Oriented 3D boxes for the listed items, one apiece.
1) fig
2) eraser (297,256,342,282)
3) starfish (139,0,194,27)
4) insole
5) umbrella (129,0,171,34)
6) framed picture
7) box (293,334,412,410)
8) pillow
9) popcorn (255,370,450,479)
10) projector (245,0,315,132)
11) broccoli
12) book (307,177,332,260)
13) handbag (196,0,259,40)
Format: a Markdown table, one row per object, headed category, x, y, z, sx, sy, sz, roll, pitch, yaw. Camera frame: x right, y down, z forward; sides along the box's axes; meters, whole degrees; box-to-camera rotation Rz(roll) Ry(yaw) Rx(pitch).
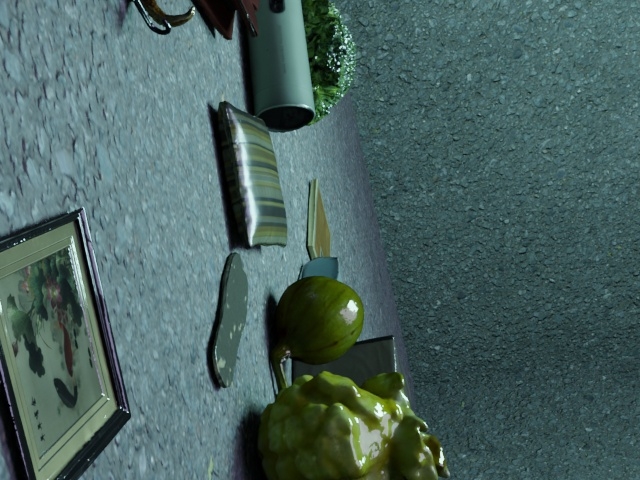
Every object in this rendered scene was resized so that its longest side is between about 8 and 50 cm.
| category | x | y | z | sx | sy | sz | roll | pitch | yaw |
| --- | --- | --- | --- | --- | --- | --- | --- | --- | --- |
| fig | -0.024 | 0.138 | 1.467 | 0.142 | 0.186 | 0.148 | 34 | -51 | 37 |
| eraser | 0.019 | 0.165 | 1.780 | 0.174 | 0.081 | 0.227 | -79 | 157 | -68 |
| starfish | -0.188 | -0.329 | 0.991 | 0.146 | 0.074 | 0.190 | -89 | 167 | -54 |
| insole | -0.117 | 0.098 | 1.202 | 0.248 | 0.011 | 0.081 | -86 | 163 | -59 |
| umbrella | -0.223 | -0.294 | 0.901 | 0.044 | 0.044 | 0.269 | -65 | 145 | -26 |
| framed picture | -0.197 | 0.082 | 0.703 | 0.199 | 0.010 | 0.195 | -55 | 135 | -77 |
| box | 0.058 | 0.313 | 1.531 | 0.252 | 0.188 | 0.153 | -94 | 170 | -45 |
| pillow | -0.098 | -0.091 | 1.389 | 0.208 | 0.052 | 0.212 | 4 | 74 | -78 |
| popcorn | 0.034 | 0.293 | 1.265 | 0.258 | 0.270 | 0.224 | -42 | -143 | 45 |
| projector | -0.078 | -0.362 | 1.631 | 0.108 | 0.108 | 0.337 | 55 | 27 | -71 |
| broccoli | -0.014 | -0.355 | 1.823 | 0.226 | 0.176 | 0.198 | 58 | 4 | -45 |
| book | -0.001 | 0.000 | 2.032 | 0.241 | 0.018 | 0.170 | -87 | 166 | -52 |
| handbag | -0.154 | -0.453 | 1.321 | 0.275 | 0.084 | 0.260 | 56 | 25 | -71 |
